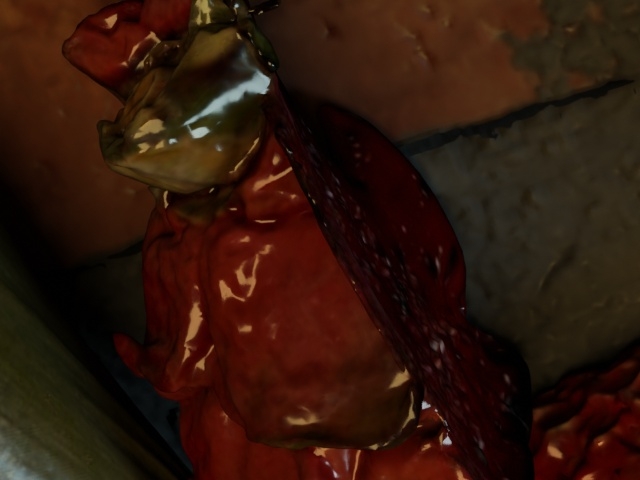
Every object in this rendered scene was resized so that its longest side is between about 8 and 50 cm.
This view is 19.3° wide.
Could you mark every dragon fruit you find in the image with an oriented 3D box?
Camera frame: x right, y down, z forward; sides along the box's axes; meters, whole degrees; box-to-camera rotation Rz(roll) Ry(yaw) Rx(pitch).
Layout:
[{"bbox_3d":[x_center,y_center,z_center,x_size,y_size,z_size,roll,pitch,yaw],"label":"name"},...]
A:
[{"bbox_3d":[0.006,-0.001,0.534,0.122,0.092,0.192,-24,94,-25],"label":"dragon fruit"}]

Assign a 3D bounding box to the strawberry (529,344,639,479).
[{"bbox_3d":[0.132,0.075,0.571,0.121,0.082,0.188,40,117,-6],"label":"strawberry"}]

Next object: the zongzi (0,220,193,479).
[{"bbox_3d":[-0.050,0.085,0.585,0.289,0.123,0.260,0,113,4],"label":"zongzi"}]
